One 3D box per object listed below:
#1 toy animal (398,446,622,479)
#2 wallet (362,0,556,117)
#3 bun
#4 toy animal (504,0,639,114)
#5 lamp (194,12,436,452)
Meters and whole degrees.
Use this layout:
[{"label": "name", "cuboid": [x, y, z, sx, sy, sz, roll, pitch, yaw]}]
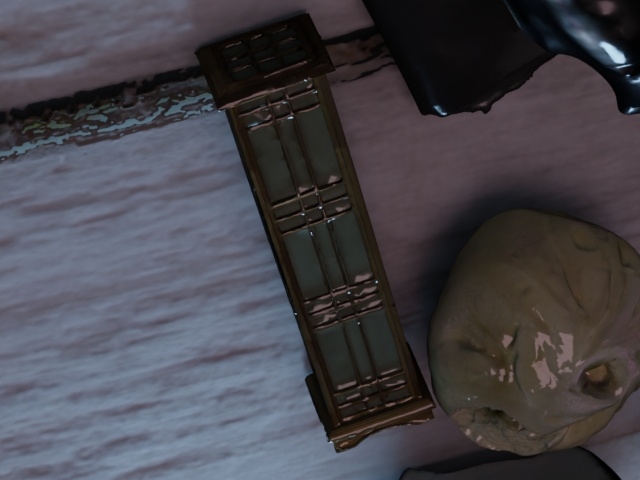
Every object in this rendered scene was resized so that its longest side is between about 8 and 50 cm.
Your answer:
[{"label": "toy animal", "cuboid": [0.157, 0.345, 1.633, 0.251, 0.251, 0.310, -14, 116, -9]}, {"label": "wallet", "cuboid": [0.082, -0.259, 1.344, 0.197, 0.051, 0.377, -31, 126, 1]}, {"label": "bun", "cuboid": [0.173, 0.078, 1.506, 0.178, 0.128, 0.193, 25, 94, -42]}, {"label": "toy animal", "cuboid": [0.161, -0.230, 1.232, 0.212, 0.212, 0.267, -45, 126, 12]}, {"label": "lamp", "cuboid": [0.000, 0.000, 1.450, 0.090, 0.089, 0.325, -20, 124, -2]}]
